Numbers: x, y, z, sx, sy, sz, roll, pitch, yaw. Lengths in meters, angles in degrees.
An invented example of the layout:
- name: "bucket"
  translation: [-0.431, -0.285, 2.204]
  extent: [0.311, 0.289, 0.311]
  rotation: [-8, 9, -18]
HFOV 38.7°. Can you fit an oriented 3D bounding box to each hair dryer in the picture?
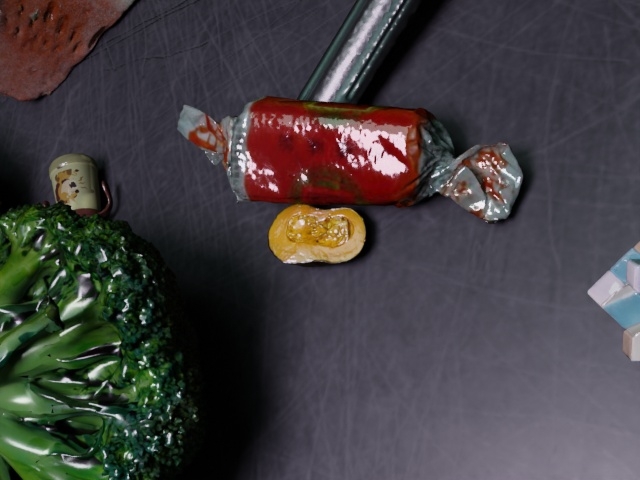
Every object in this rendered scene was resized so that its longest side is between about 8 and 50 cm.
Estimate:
- name: "hair dryer"
  translation: [0.040, -0.239, 0.756]
  extent: [0.244, 0.116, 0.302]
  rotation: [43, 104, 37]

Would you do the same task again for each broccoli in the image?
- name: "broccoli"
  translation: [-0.221, 0.109, 0.671]
  extent: [0.298, 0.297, 0.297]
  rotation: [5, 98, 37]

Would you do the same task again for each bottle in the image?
- name: "bottle"
  translation: [-0.229, -0.032, 0.870]
  extent: [0.063, 0.047, 0.101]
  rotation: [-32, 60, 29]

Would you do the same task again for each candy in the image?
- name: "candy"
  translation: [0.010, -0.066, 0.706]
  extent: [0.292, 0.059, 0.086]
  rotation: [7, 104, 23]

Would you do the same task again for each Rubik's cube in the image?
- name: "Rubik's cube"
  translation: [0.213, 0.041, 0.553]
  extent: [0.075, 0.084, 0.073]
  rotation: [-56, 48, 23]

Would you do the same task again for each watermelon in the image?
- name: "watermelon"
  translation: [-0.349, -0.267, 0.980]
  extent: [0.319, 0.148, 0.226]
  rotation: [6, 83, 35]

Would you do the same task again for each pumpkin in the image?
- name: "pumpkin"
  translation: [0.001, 0.000, 0.728]
  extent: [0.083, 0.028, 0.050]
  rotation: [5, 73, 24]

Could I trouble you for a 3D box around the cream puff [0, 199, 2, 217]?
- name: "cream puff"
  translation: [-0.420, -0.003, 0.905]
  extent: [0.240, 0.164, 0.239]
  rotation: [-3, 72, 9]
